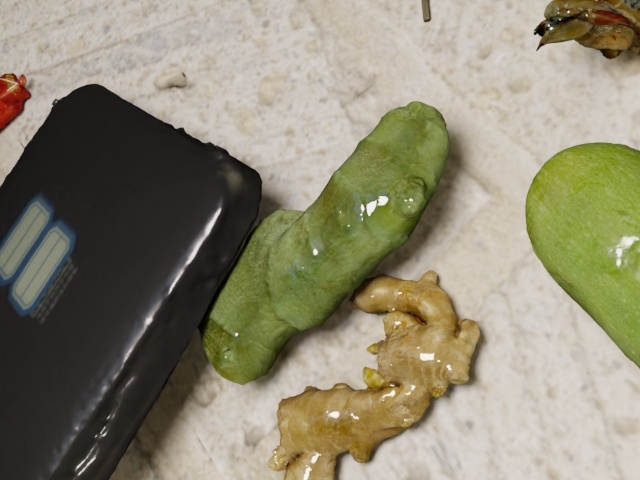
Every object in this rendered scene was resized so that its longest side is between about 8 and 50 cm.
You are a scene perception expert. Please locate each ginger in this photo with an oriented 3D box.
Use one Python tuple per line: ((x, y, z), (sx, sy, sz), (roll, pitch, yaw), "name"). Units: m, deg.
((-0.004, 0.003, 0.895), (0.290, 0.089, 0.137), (-44, 12, 29), "ginger")
((0.040, 0.113, 0.853), (0.176, 0.052, 0.193), (-11, 65, 37), "ginger")

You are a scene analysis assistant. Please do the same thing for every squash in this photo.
((0.264, 0.065, 0.680), (0.118, 0.118, 0.370), (-47, 55, 11), "squash")

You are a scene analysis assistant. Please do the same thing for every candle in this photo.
((-0.385, -0.147, 1.247), (0.130, 0.052, 0.052), (-40, 54, 14), "candle")

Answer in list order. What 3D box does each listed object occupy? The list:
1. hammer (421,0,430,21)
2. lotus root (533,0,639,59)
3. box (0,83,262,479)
((0.092, -0.248, 0.981), (0.035, 0.019, 0.110), (-14, 67, 30), "hammer")
((0.244, -0.239, 0.796), (0.154, 0.154, 0.278), (19, 81, 38), "lotus root")
((-0.228, 0.041, 1.010), (0.350, 0.091, 0.359), (32, 91, 49), "box")
